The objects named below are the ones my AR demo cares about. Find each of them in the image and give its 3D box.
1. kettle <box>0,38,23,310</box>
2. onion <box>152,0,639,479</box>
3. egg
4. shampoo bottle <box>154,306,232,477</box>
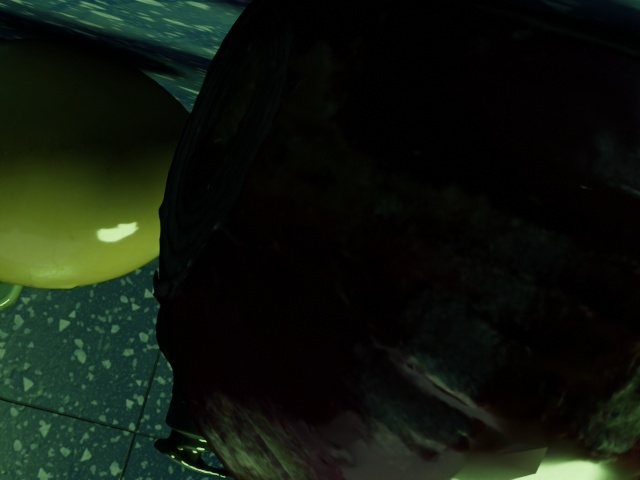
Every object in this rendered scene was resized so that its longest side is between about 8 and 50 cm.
[{"bbox_3d":[-0.337,-0.068,1.570,0.210,0.243,0.160,15,178,-9],"label":"kettle"},{"bbox_3d":[0.053,0.025,0.818,0.282,0.260,0.337,23,176,-31],"label":"onion"},{"bbox_3d":[-0.206,-0.060,1.370,0.244,0.201,0.201,4,175,14],"label":"egg"},{"bbox_3d":[-0.056,0.027,1.237,0.101,0.284,0.101,17,178,1],"label":"shampoo bottle"}]
